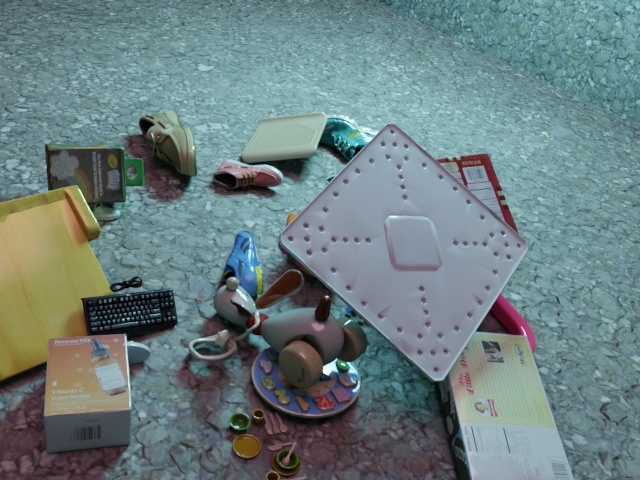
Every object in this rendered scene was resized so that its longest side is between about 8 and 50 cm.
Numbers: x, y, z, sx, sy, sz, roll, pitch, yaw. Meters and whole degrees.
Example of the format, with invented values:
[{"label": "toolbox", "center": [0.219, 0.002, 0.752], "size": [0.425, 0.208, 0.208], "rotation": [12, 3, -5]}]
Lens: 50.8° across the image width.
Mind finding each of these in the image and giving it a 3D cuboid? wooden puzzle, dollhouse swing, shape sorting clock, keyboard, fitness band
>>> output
[{"label": "wooden puzzle", "center": [-0.100, -0.299, 1.983], "size": [0.221, 0.044, 0.239], "rotation": [-4, 36, 13]}, {"label": "dollhouse swing", "center": [-0.608, 0.091, 1.291], "size": [0.347, 0.305, 0.315], "rotation": [-23, 6, -40]}, {"label": "shape sorting clock", "center": [-0.026, 0.252, 1.260], "size": [0.206, 0.040, 0.206], "rotation": [9, 34, -6]}, {"label": "keyboard", "center": [-0.361, 0.121, 1.281], "size": [0.180, 0.023, 0.108], "rotation": [-4, 74, -41]}, {"label": "fitness band", "center": [0.339, 0.175, 1.480], "size": [0.209, 0.054, 0.291], "rotation": [-4, 38, -27]}]

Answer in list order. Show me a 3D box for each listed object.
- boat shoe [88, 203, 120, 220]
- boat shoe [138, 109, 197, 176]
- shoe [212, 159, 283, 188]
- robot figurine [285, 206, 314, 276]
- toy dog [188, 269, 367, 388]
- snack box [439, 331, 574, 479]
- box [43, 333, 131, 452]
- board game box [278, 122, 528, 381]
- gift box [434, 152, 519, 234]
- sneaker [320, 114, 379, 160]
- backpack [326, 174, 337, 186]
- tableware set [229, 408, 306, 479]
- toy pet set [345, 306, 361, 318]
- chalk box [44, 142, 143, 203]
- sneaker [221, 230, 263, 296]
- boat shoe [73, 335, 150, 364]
[{"label": "boat shoe", "center": [-0.519, -0.071, 1.572], "size": [0.100, 0.035, 0.035], "rotation": [4, 35, -12]}, {"label": "boat shoe", "center": [-0.411, -0.256, 1.812], "size": [0.110, 0.122, 0.341], "rotation": [-10, 30, -22]}, {"label": "shoe", "center": [-0.194, -0.164, 1.789], "size": [0.178, 0.063, 0.081], "rotation": [13, 35, 11]}, {"label": "robot figurine", "center": [0.002, 0.000, 1.553], "size": [0.128, 0.158, 0.219], "rotation": [-17, 34, 9]}, {"label": "toy dog", "center": [-0.075, 0.136, 1.257], "size": [0.333, 0.161, 0.220], "rotation": [12, 28, 17]}, {"label": "snack box", "center": [0.323, 0.308, 1.234], "size": [0.187, 0.060, 0.322], "rotation": [6, 43, -9]}, {"label": "box", "center": [-0.382, 0.247, 1.110], "size": [0.130, 0.091, 0.170], "rotation": [-1, 37, -19]}, {"label": "board game box", "center": [0.170, 0.012, 1.307], "size": [0.390, 0.050, 0.390], "rotation": [42, 59, 0]}, {"label": "gift box", "center": [0.272, -0.062, 1.575], "size": [0.255, 0.258, 0.276], "rotation": [-5, 72, -29]}, {"label": "sneaker", "center": [0.090, -0.300, 2.042], "size": [0.275, 0.107, 0.110], "rotation": [20, 48, 14]}, {"label": "backpack", "center": [0.126, -0.112, 1.730], "size": [0.188, 0.144, 0.166], "rotation": [-32, 50, -21]}, {"label": "tableware set", "center": [-0.092, 0.343, 1.123], "size": [0.104, 0.024, 0.154], "rotation": [-4, 38, -23]}, {"label": "toy pet set", "center": [0.138, 0.144, 1.471], "size": [0.122, 0.065, 0.114], "rotation": [25, 71, 23]}, {"label": "chalk box", "center": [-0.527, -0.159, 1.580], "size": [0.213, 0.132, 0.132], "rotation": [-4, 13, -24]}, {"label": "sneaker", "center": [-0.181, 0.046, 1.483], "size": [0.082, 0.069, 0.209], "rotation": [-2, 37, -14]}, {"label": "boat shoe", "center": [-0.379, 0.192, 1.212], "size": [0.142, 0.049, 0.040], "rotation": [8, 33, -28]}]
